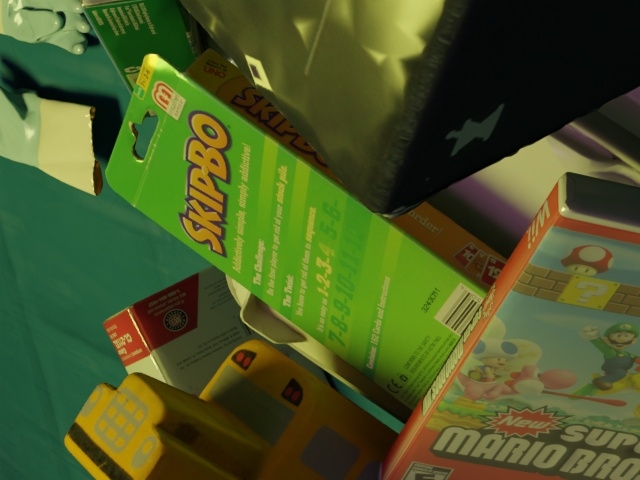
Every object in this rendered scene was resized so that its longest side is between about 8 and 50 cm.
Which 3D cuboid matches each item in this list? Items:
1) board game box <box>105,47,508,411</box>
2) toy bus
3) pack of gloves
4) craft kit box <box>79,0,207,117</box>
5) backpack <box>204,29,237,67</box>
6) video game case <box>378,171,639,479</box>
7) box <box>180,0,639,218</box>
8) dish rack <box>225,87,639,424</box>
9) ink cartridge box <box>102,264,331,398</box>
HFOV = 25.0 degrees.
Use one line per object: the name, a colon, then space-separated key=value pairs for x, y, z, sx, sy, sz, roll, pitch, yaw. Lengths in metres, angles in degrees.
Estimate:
board game box: x=0.000 y=0.000 z=0.800 sx=0.259 sy=0.039 sz=0.124 roll=34 pitch=140 yaw=3
toy bus: x=0.006 y=0.170 z=0.908 sx=0.333 sy=0.130 sz=0.108 roll=38 pitch=175 yaw=-35
pack of gloves: x=-0.259 y=-0.164 z=1.320 sx=0.232 sy=0.046 sz=0.195 roll=21 pitch=118 yaw=44
craft kit box: x=-0.114 y=-0.222 z=0.864 sx=0.250 sy=0.061 sz=0.246 roll=89 pitch=170 yaw=-83
backpack: x=-0.019 y=-0.123 z=0.928 sx=0.084 sy=0.105 sz=0.114 roll=1 pitch=119 yaw=31
video game case: x=0.166 y=0.079 z=0.746 sx=0.285 sy=0.204 sz=0.025 roll=113 pitch=166 yaw=-51
box: x=0.035 y=-0.357 z=0.492 sx=0.472 sy=0.297 sz=0.480 roll=51 pitch=147 yaw=21
dish rack: x=0.075 y=0.013 z=0.837 sx=0.285 sy=0.072 sz=0.333 roll=34 pitch=141 yaw=8
ink cartridge box: x=-0.074 y=0.111 z=1.150 sx=0.072 sy=0.127 sz=0.175 roll=-27 pitch=89 yaw=60
